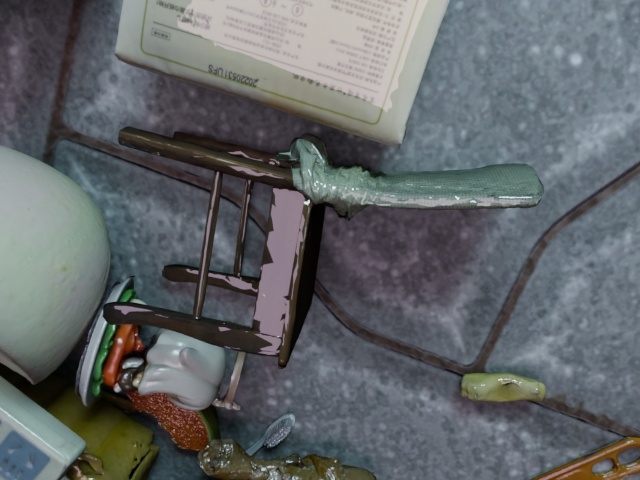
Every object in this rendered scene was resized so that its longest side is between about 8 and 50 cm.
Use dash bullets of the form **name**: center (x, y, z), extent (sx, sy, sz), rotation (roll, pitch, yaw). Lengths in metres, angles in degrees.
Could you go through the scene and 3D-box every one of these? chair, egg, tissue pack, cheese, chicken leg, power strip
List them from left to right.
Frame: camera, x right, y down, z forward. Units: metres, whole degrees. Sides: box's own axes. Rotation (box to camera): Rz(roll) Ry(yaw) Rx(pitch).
- **power strip**: center (-0.380, 0.120, 0.488), extent (0.367, 0.043, 0.106), rotation (39, 95, -3)
- **egg**: center (-0.289, 0.010, 0.509), extent (0.206, 0.162, 0.271), rotation (49, 148, -22)
- **chicken leg**: center (-0.036, 0.259, 0.588), extent (0.198, 0.069, 0.085), rotation (22, 133, -11)
- **tissue pack**: center (-0.024, -0.187, 0.439), extent (0.234, 0.125, 0.159), rotation (16, 108, 0)
- **chair**: center (0.000, 0.000, 0.479), extent (0.319, 0.160, 0.186), rotation (10, 102, 4)
- **cheese**: center (0.185, 0.149, 0.558), extent (0.083, 0.044, 0.030), rotation (2, 90, 8)

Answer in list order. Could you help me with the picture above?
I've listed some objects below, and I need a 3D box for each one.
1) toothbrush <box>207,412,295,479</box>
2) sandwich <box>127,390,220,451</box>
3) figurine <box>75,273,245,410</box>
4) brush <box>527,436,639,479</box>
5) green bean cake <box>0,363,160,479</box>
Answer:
- **toothbrush**: center (-0.127, 0.287, 0.641), extent (0.019, 0.025, 0.276), rotation (45, 106, -9)
- **sandwich**: center (-0.158, 0.186, 0.613), extent (0.135, 0.029, 0.067), rotation (42, 112, -8)
- **figurine**: center (-0.144, 0.114, 0.550), extent (0.154, 0.132, 0.132), rotation (17, 108, -9)
- **brush**: center (0.215, 0.289, 0.612), extent (0.314, 0.017, 0.090), rotation (-29, 104, 13)
- **green bean cake**: center (-0.322, 0.264, 0.600), extent (0.230, 0.131, 0.224), rotation (27, 106, -3)
